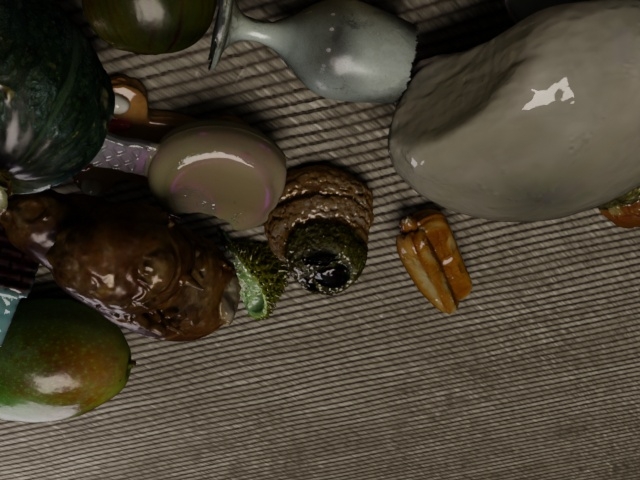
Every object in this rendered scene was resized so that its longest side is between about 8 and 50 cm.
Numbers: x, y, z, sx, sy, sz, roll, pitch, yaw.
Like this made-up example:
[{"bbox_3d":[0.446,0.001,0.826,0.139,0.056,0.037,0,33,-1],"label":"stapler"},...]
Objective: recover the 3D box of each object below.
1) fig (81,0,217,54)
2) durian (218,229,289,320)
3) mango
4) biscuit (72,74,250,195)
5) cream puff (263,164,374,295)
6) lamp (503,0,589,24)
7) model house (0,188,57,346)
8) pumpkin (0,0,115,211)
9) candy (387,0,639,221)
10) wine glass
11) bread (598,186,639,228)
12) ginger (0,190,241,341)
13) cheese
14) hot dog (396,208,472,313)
[{"bbox_3d":[-0.191,-0.333,0.885,0.151,0.151,0.259,-2,114,-5],"label":"fig"},{"bbox_3d":[-0.109,0.062,1.345,0.100,0.086,0.215,2,135,13],"label":"durian"},{"bbox_3d":[-0.506,0.202,1.363,0.382,0.201,0.225,-2,161,10],"label":"mango"},{"bbox_3d":[-0.278,-0.129,1.132,0.340,0.047,0.216,17,132,-25],"label":"biscuit"},{"bbox_3d":[0.000,0.000,1.216,0.183,0.169,0.183,-2,139,-2],"label":"cream puff"},{"bbox_3d":[0.291,-0.326,0.937,0.179,0.108,0.246,-28,133,17],"label":"lamp"},{"bbox_3d":[-0.543,-0.023,1.135,0.280,0.230,0.248,20,91,-30],"label":"model house"},{"bbox_3d":[-0.399,-0.177,0.900,0.293,0.263,0.197,-21,140,-2],"label":"pumpkin"},{"bbox_3d":[0.302,-0.133,1.052,0.386,0.186,0.427,-21,159,33],"label":"candy"},{"bbox_3d":[-0.011,-0.238,0.981,0.241,0.126,0.126,11,135,-13],"label":"wine glass"},{"bbox_3d":[0.508,-0.085,1.244,0.125,0.086,0.156,12,136,-21],"label":"bread"},{"bbox_3d":[-0.231,0.051,1.151,0.254,0.176,0.418,20,170,35],"label":"ginger"},{"bbox_3d":[-0.188,-0.099,1.090,0.286,0.082,0.163,10,130,-19],"label":"cheese"},{"bbox_3d":[0.184,0.029,1.342,0.102,0.076,0.249,-47,137,-11],"label":"hot dog"}]
